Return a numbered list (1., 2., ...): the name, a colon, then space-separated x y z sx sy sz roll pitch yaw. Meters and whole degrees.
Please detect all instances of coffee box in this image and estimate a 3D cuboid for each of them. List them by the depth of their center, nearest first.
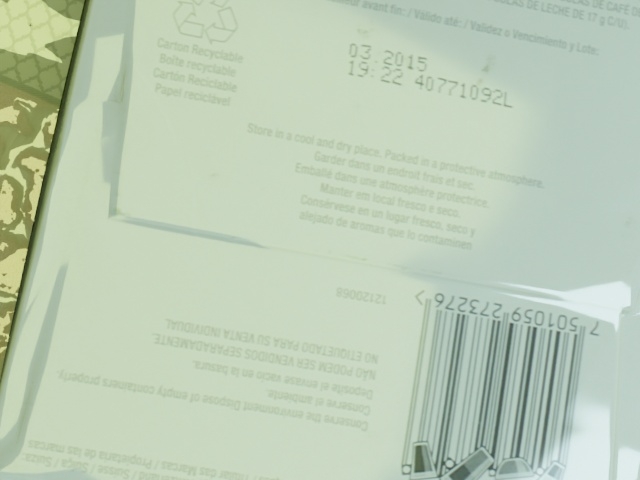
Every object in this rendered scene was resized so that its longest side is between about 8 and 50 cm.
1. coffee box: 0.000 0.000 1.064 0.337 0.334 0.338 11 83 -9

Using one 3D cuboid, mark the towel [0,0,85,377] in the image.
1. towel: -0.266 -0.067 1.228 0.332 0.053 0.317 24 82 -2
